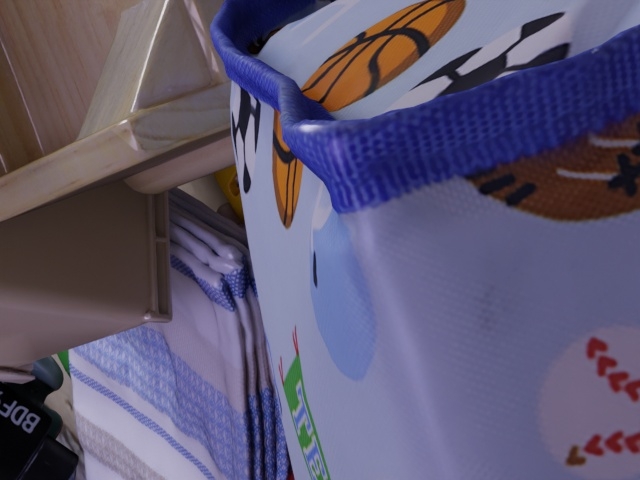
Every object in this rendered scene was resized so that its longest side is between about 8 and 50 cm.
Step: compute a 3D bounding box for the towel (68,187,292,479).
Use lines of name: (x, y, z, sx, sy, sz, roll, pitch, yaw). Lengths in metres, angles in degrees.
towel: (-0.082, 0.094, 0.933, 0.209, 0.034, 0.285, 31, 133, 46)

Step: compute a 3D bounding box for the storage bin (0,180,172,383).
storage bin: (-0.207, -0.085, 0.797, 0.123, 0.262, 0.260, -18, 69, 43)

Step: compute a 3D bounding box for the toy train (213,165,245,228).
toy train: (0.000, 0.000, 0.828, 0.166, 0.046, 0.125, -3, 107, 57)

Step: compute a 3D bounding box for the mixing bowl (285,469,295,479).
mixing bowl: (0.036, 0.153, 0.813, 0.181, 0.098, 0.181, 31, 131, 43)

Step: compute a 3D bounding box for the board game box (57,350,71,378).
board game box: (-0.161, -0.041, 1.028, 0.124, 0.039, 0.259, -40, 73, 55)

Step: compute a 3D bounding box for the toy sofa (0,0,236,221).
toy sofa: (-0.105, -0.197, 0.730, 0.150, 0.177, 0.362, -18, 94, 49)

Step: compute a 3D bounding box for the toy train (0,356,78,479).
toy train: (-0.297, 0.064, 1.077, 0.334, 0.142, 0.190, 35, 157, -9)

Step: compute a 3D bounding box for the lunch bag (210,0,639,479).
lunch bag: (0.106, 0.055, 0.536, 0.385, 0.239, 0.327, -139, 33, -75)
